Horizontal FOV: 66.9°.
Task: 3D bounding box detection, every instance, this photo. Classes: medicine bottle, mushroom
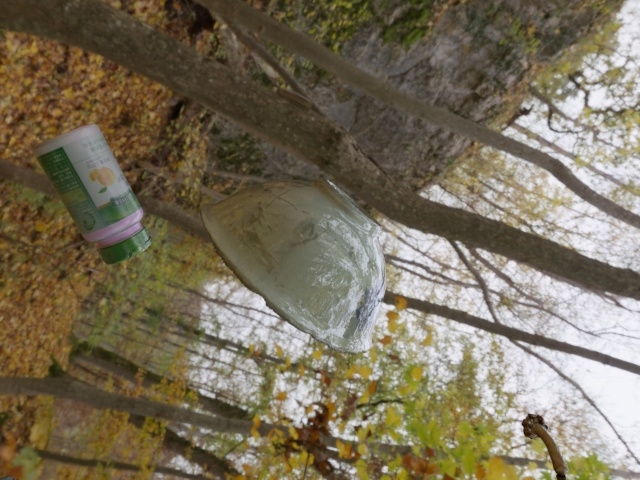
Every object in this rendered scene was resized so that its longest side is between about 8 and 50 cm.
[{"bbox_3d":[-0.458,-0.090,1.000,0.134,0.274,0.133,-19,-160,7],"label":"medicine bottle"},{"bbox_3d":[0.524,0.478,1.138,0.187,0.061,0.060,-91,-155,-71],"label":"mushroom"}]

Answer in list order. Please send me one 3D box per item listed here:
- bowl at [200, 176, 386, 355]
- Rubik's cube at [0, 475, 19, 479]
[{"bbox_3d":[0.000,0.000,0.688,0.146,0.313,0.313,-48,-154,9],"label":"bowl"},{"bbox_3d":[-0.569,0.509,0.666,0.250,0.284,0.234,62,-36,35],"label":"Rubik's cube"}]
